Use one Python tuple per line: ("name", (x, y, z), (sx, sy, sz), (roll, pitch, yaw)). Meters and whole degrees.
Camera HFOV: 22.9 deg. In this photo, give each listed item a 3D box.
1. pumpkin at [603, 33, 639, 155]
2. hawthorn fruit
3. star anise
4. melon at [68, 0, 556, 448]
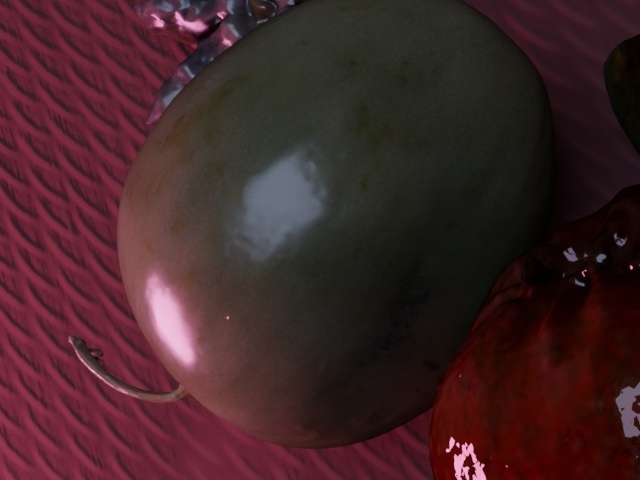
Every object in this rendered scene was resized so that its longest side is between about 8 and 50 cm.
("pumpkin", (0.296, -0.047, 0.908), (0.312, 0.148, 0.169), (-4, 71, 31))
("hawthorn fruit", (0.204, 0.128, 0.857), (0.265, 0.265, 0.307), (-17, 113, 24))
("star anise", (-0.031, -0.160, 1.138), (0.236, 0.093, 0.229), (23, 89, 32))
("melon", (0.009, -0.013, 0.988), (0.271, 0.272, 0.308), (26, 104, 31))
